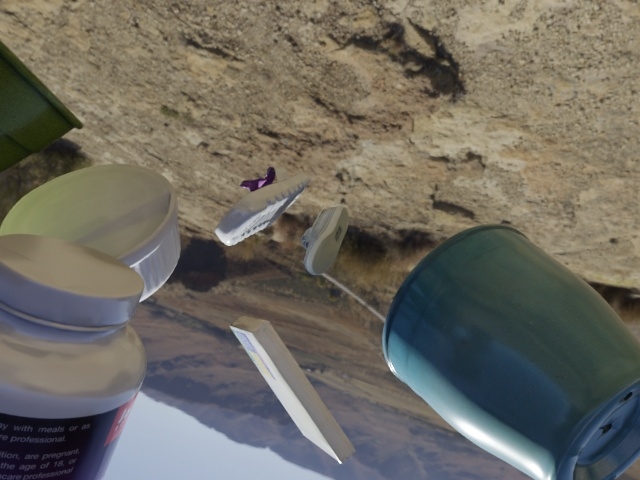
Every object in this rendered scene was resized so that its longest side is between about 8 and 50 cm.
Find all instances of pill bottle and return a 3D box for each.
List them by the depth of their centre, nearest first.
[{"bbox_3d":[-0.272,0.167,0.436,0.181,0.323,0.181,24,-173,-3],"label":"pill bottle"}]

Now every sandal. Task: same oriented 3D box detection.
[{"bbox_3d":[-0.119,-0.100,1.037,0.102,0.169,0.416,47,-167,-2],"label":"sandal"}]

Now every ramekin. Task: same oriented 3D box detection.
[{"bbox_3d":[-0.357,0.001,0.809,0.272,0.273,0.127,14,135,18],"label":"ramekin"}]

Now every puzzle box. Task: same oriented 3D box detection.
[{"bbox_3d":[-0.086,0.383,1.319,0.409,0.052,0.272,58,158,-9],"label":"puzzle box"}]

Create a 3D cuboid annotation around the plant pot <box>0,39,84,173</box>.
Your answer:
[{"bbox_3d":[-0.550,-0.162,0.570,0.366,0.353,0.366,44,170,9],"label":"plant pot"}]

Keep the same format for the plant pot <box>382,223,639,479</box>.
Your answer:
[{"bbox_3d":[0.258,0.156,0.612,0.271,0.272,0.255,36,-174,-38],"label":"plant pot"}]

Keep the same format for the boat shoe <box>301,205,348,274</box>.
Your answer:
[{"bbox_3d":[0.000,-0.001,1.197,0.081,0.228,0.079,0,129,27],"label":"boat shoe"}]
